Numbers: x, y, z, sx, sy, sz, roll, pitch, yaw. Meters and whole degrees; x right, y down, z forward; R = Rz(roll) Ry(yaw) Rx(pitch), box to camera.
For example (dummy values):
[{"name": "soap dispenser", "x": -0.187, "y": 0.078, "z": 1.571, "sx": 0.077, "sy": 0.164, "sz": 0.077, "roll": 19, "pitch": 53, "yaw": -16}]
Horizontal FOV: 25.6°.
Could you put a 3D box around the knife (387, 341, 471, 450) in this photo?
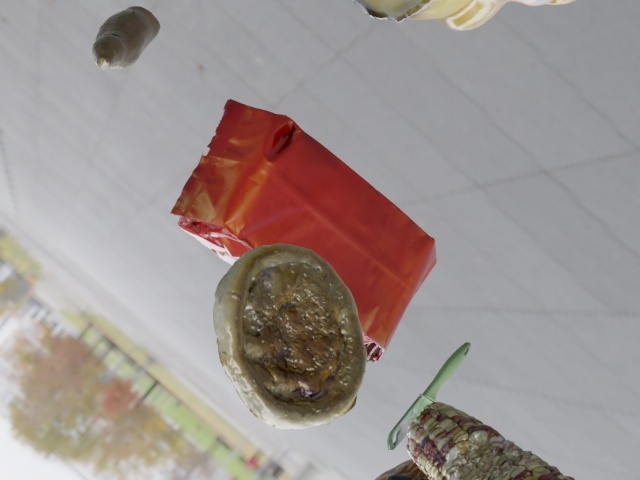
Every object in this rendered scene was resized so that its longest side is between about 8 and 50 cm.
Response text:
[{"name": "knife", "x": 0.148, "y": 0.207, "z": 1.886, "sx": 0.014, "sy": 0.207, "sz": 0.030, "roll": 4, "pitch": 130, "yaw": 45}]

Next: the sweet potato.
[{"name": "sweet potato", "x": -0.303, "y": -0.294, "z": 2.091, "sx": 0.077, "sy": 0.077, "sz": 0.244, "roll": 41, "pitch": -154, "yaw": -6}]

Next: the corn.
[{"name": "corn", "x": 0.190, "y": 0.254, "z": 1.468, "sx": 0.290, "sy": 0.098, "sz": 0.098, "roll": 36, "pitch": 170, "yaw": 45}]

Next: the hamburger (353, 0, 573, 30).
[{"name": "hamburger", "x": 0.139, "y": -0.284, "z": 0.945, "sx": 0.276, "sy": 0.237, "sz": 0.276, "roll": 172, "pitch": 90, "yaw": -70}]

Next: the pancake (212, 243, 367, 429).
[{"name": "pancake", "x": -0.021, "y": 0.067, "z": 0.997, "sx": 0.139, "sy": 0.139, "sz": 0.022, "roll": 44, "pitch": 140, "yaw": -22}]

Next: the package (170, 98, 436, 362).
[{"name": "package", "x": -0.001, "y": -0.001, "z": 1.893, "sx": 0.423, "sy": 0.196, "sz": 0.123, "roll": 40, "pitch": 157, "yaw": -32}]

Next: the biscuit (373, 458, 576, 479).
[{"name": "biscuit", "x": 0.162, "y": 0.322, "z": 1.694, "sx": 0.334, "sy": 0.202, "sz": 0.047, "roll": -10, "pitch": 115, "yaw": 43}]
